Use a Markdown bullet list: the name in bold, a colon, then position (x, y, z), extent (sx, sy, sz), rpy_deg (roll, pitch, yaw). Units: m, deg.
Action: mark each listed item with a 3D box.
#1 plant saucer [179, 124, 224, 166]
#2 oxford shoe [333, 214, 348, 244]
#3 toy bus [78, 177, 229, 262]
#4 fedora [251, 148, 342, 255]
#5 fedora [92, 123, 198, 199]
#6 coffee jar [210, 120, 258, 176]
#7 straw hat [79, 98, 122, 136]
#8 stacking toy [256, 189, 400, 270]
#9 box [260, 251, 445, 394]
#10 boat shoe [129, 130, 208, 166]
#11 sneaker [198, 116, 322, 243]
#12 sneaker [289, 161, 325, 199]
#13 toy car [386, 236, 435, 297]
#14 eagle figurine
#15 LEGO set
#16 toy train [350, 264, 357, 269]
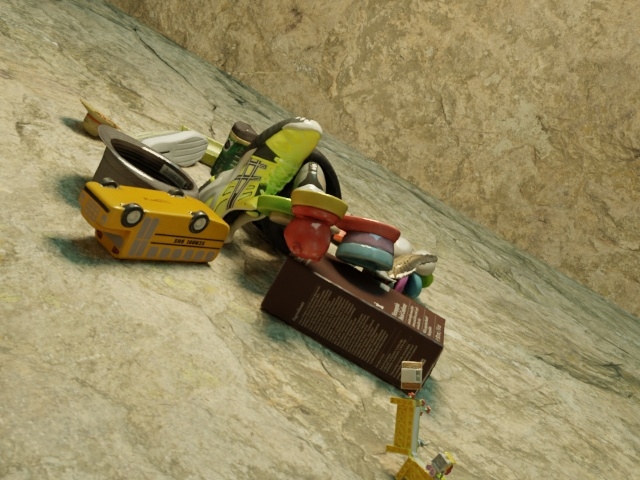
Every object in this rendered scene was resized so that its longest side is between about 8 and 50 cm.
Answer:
- **plant saucer**: position (-0.366, -0.285, 2.421), extent (0.188, 0.045, 0.188), rpy_deg (24, 18, -15)
- **oxford shoe**: position (0.105, 0.003, 2.318), extent (0.271, 0.097, 0.098), rpy_deg (27, -30, 31)
- **toy bus**: position (-0.339, -0.034, 1.574), extent (0.108, 0.130, 0.332), rpy_deg (40, 20, 31)
- **fedora**: position (-0.090, -0.105, 2.068), extent (0.152, 0.334, 0.334), rpy_deg (3, -2, 38)
- **fedora**: position (-0.416, -0.134, 1.750), extent (0.275, 0.124, 0.244), rpy_deg (26, 17, -40)
- **coffee jar**: position (-0.252, -0.259, 2.286), extent (0.079, 0.184, 0.096), rpy_deg (18, 20, -32)
- **straw hat**: position (-0.611, -0.316, 2.084), extent (0.144, 0.061, 0.144), rpy_deg (38, 2, -1)
- **stacking toy**: position (0.000, 0.000, 1.689), extent (0.309, 0.130, 0.279), rpy_deg (23, -13, -39)
- **box**: position (0.079, 0.160, 1.684), extent (0.381, 0.143, 0.191), rpy_deg (28, 16, 3)
- **boat shoe**: position (-0.432, -0.274, 2.180), extent (0.094, 0.109, 0.302), rpy_deg (33, 20, 19)
- **sneaker**: position (-0.133, -0.135, 1.820), extent (0.145, 0.384, 0.147), rpy_deg (22, 34, -51)
- **sneaker**: position (-0.027, -0.100, 1.852), extent (0.100, 0.108, 0.271), rpy_deg (8, -18, -6)
- **toy car**: position (0.224, 0.092, 2.153), extent (0.182, 0.159, 0.136), rpy_deg (30, 51, 3)
- **eagle figurine**: position (0.146, 0.067, 1.927), extent (0.225, 0.298, 0.226), rpy_deg (-5, -47, 38)
- **LEGO set**: position (0.193, 0.351, 1.314), extent (0.107, 0.132, 0.287), rpy_deg (16, 42, -53)
- **toy train**: position (0.080, 0.079, 2.119), extent (0.036, 0.027, 0.158), rpy_deg (12, 22, -18)
